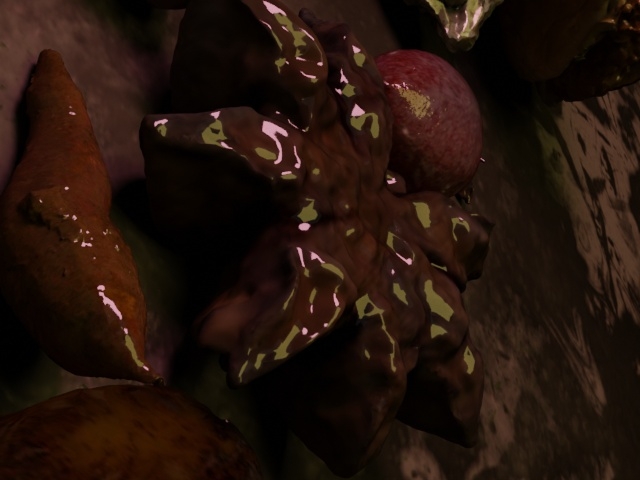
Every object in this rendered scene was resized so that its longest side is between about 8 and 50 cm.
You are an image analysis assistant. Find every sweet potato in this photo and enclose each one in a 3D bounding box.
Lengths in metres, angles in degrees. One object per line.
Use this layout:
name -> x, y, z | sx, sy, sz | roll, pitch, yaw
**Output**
sweet potato -> -0.125, -0.009, 0.703 | 0.068, 0.068, 0.226 | 34, 25, -45

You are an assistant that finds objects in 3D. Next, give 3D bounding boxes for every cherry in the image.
cherry -> 0.082, -0.065, 1.062 | 0.225, 0.090, 0.107 | 34, 31, -58

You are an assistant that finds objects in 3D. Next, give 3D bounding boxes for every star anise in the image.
star anise -> 0.008, -0.009, 0.868 | 0.315, 0.108, 0.315 | 28, 49, -39

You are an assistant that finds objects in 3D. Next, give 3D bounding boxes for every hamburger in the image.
hamburger -> 0.227, -0.266, 1.286 | 0.144, 0.259, 0.283 | 7, 55, -25

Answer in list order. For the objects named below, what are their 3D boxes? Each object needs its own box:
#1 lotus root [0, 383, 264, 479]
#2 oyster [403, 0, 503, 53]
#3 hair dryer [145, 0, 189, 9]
lotus root -> -0.118, 0.171, 0.460 | 0.196, 0.179, 0.397 | 63, 28, -5
oyster -> 0.109, -0.298, 1.185 | 0.198, 0.268, 0.112 | 32, -10, 8
hair dryer -> -0.107, -0.228, 0.877 | 0.117, 0.064, 0.182 | 41, 34, -41
